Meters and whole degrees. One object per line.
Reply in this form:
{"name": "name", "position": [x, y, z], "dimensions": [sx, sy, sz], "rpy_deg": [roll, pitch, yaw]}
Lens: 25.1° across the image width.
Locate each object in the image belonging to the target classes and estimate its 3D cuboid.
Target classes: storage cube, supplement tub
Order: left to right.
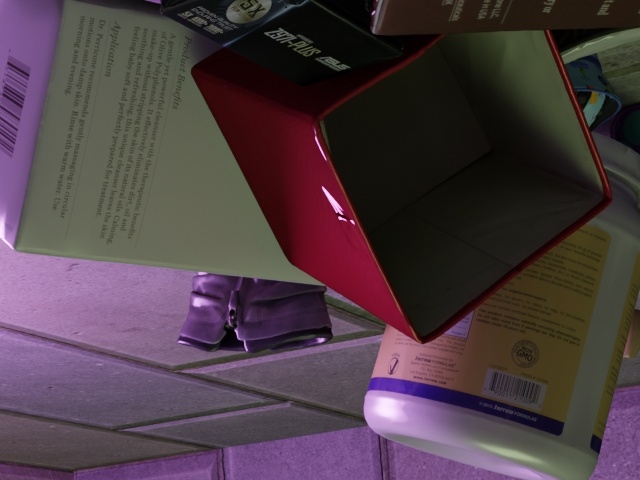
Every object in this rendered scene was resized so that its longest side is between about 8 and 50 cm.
{"name": "storage cube", "position": [0.055, -0.074, 1.019], "dimensions": [0.183, 0.215, 0.193], "rpy_deg": [-36, -149, -16]}
{"name": "supplement tub", "position": [0.196, 0.061, 1.458], "dimensions": [0.241, 0.331, 0.241], "rpy_deg": [16, 169, 3]}

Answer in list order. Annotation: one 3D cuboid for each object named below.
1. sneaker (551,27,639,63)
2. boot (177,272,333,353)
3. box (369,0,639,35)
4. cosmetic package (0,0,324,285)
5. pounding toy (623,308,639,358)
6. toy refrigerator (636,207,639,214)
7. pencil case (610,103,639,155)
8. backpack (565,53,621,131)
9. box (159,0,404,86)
{"name": "sneaker", "position": [0.197, -0.184, 1.118], "dimensions": [0.290, 0.106, 0.123], "rpy_deg": [-2, -172, 28]}
{"name": "boot", "position": [0.000, 0.000, 1.476], "dimensions": [0.338, 0.223, 0.118], "rpy_deg": [-16, 160, 35]}
{"name": "box", "position": [0.214, -0.229, 0.809], "dimensions": [0.381, 0.191, 0.143], "rpy_deg": [-3, 164, -7]}
{"name": "cosmetic package", "position": [-0.075, -0.079, 1.152], "dimensions": [0.365, 0.197, 0.155], "rpy_deg": [8, -168, -32]}
{"name": "pounding toy", "position": [0.294, 0.040, 1.815], "dimensions": [0.269, 0.154, 0.155], "rpy_deg": [17, 176, 32]}
{"name": "toy refrigerator", "position": [0.325, -0.001, 1.625], "dimensions": [0.102, 0.094, 0.269], "rpy_deg": [21, 171, -32]}
{"name": "pencil case", "position": [0.363, -0.094, 1.532], "dimensions": [0.070, 0.064, 0.151], "rpy_deg": [7, 172, 31]}
{"name": "backpack", "position": [0.173, -0.131, 1.263], "dimensions": [0.158, 0.117, 0.173], "rpy_deg": [1, 163, -17]}
{"name": "box", "position": [-0.025, -0.203, 0.854], "dimensions": [0.077, 0.180, 0.147], "rpy_deg": [-14, 160, 30]}
